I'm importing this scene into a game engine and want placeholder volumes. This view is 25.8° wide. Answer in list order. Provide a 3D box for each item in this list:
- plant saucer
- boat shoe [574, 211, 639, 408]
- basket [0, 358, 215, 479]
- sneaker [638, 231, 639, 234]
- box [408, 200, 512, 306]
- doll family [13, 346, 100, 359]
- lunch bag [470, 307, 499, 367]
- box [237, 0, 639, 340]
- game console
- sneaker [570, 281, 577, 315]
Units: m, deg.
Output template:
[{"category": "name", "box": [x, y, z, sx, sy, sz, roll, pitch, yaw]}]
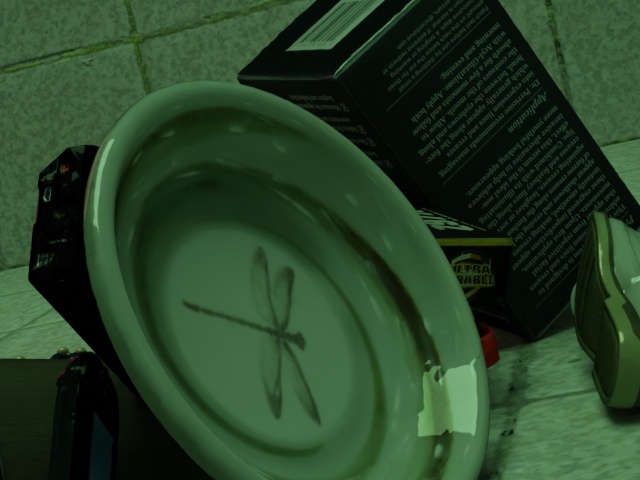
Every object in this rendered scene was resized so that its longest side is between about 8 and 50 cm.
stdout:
[{"category": "plant saucer", "box": [-0.036, 0.064, 1.103, 0.100, 0.400, 0.400, -37, -7, 35]}, {"category": "boat shoe", "box": [0.306, 0.068, 1.320, 0.103, 0.113, 0.302, 6, 28, 0]}, {"category": "basket", "box": [-0.193, 0.180, 1.200, 0.227, 0.204, 0.154, -8, -19, -34]}, {"category": "sneaker", "box": [0.362, -0.016, 1.865, 0.252, 0.111, 0.103, -17, 8, -26]}, {"category": "box", "box": [0.000, 0.000, 1.425, 0.257, 0.079, 0.322, 1, 11, -29]}, {"category": "doll family", "box": [-0.326, 0.176, 1.805, 0.193, 0.076, 0.111, -13, 2, -19]}, {"category": "lunch bag", "box": [0.050, 0.123, 1.364, 0.258, 0.120, 0.293, -10, 8, 20]}, {"category": "box", "box": [0.139, -0.110, 1.644, 0.212, 0.395, 0.293, -44, 22, -14]}, {"category": "game console", "box": [-0.163, 0.121, 1.049, 0.044, 0.361, 0.213, -7, -29, 13]}, {"category": "sneaker", "box": [0.413, 0.046, 1.496, 0.282, 0.102, 0.161, -17, -13, 12]}]
